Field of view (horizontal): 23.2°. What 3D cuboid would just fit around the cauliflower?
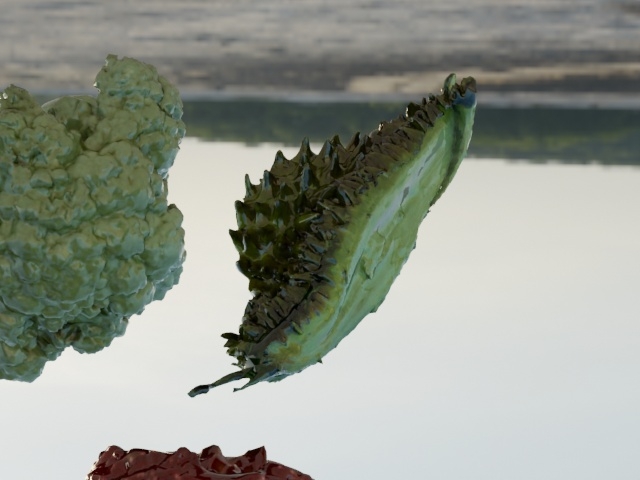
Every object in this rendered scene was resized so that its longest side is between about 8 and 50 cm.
[{"bbox_3d":[-0.233,-0.031,1.438,0.260,0.327,0.281,32,-162,-19],"label":"cauliflower"}]

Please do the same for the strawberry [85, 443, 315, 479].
[{"bbox_3d":[-0.094,0.277,1.137,0.261,0.257,0.261,0,141,0],"label":"strawberry"}]

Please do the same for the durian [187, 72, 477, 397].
[{"bbox_3d":[0.004,-0.002,1.204,0.106,0.132,0.375,10,-130,41],"label":"durian"}]
